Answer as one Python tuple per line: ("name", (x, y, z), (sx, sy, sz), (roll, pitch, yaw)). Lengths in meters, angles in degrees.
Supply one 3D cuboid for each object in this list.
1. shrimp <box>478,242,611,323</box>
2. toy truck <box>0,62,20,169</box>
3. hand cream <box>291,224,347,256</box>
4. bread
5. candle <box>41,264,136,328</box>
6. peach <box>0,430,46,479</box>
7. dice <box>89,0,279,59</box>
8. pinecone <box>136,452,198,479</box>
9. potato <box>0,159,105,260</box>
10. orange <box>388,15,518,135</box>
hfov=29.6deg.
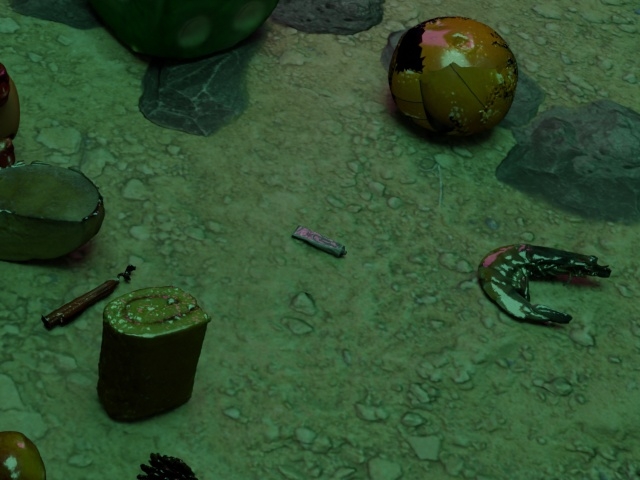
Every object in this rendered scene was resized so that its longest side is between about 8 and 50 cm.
("shrimp", (0.358, 0.069, 1.912), (0.217, 0.051, 0.150), (1, 49, -4))
("toy truck", (-0.603, -0.200, 1.829), (0.264, 0.189, 0.239), (-23, 47, -32))
("hand cream", (0.000, 0.000, 1.903), (0.093, 0.019, 0.030), (25, 44, 14))
("bread", (-0.226, 0.146, 1.585), (0.132, 0.172, 0.103), (-12, 50, -27))
("candle", (-0.327, 0.081, 1.733), (0.026, 0.021, 0.167), (44, 49, 14))
("peach", (-0.379, 0.281, 1.461), (0.100, 0.101, 0.101), (8, 45, -8))
("dice", (-0.244, -0.519, 2.157), (0.300, 0.297, 0.287), (-23, 57, -33))
("pinecone", (-0.196, 0.307, 1.503), (0.077, 0.077, 0.083), (22, 44, 7))
("potato", (-0.433, -0.044, 1.775), (0.243, 0.098, 0.138), (6, 40, 1))
("orange", (0.234, -0.292, 2.151), (0.234, 0.182, 0.235), (6, 58, -10))
